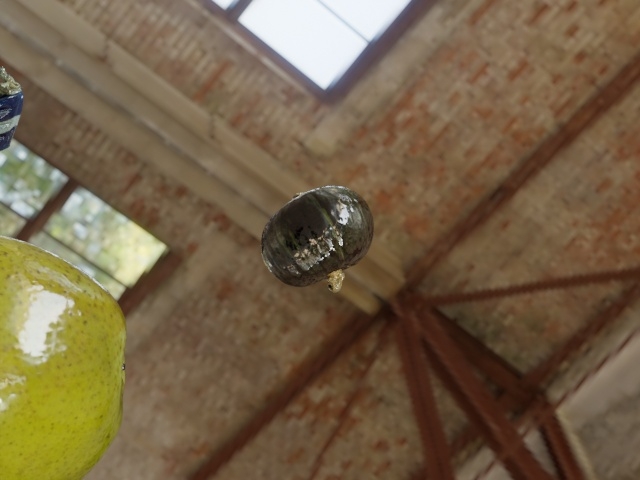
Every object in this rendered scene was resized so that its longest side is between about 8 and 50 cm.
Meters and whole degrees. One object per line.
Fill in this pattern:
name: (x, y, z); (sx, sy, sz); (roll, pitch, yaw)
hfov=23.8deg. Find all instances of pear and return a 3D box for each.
pear: (-0.321, 0.129, 1.441); (0.294, 0.294, 0.294); (-40, -151, 27)

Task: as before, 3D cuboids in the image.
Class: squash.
squash: (-0.002, -0.005, 2.338); (0.193, 0.193, 0.156); (-46, -115, 15)

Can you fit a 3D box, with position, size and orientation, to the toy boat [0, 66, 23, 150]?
toy boat: (-0.429, -0.220, 1.753); (0.070, 0.210, 0.291); (-46, 155, -52)
